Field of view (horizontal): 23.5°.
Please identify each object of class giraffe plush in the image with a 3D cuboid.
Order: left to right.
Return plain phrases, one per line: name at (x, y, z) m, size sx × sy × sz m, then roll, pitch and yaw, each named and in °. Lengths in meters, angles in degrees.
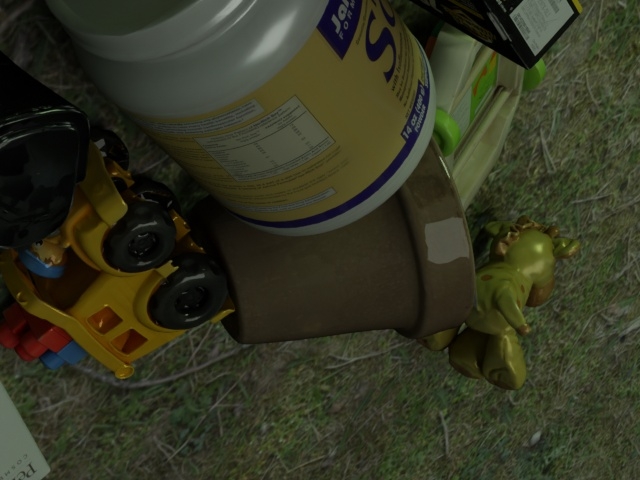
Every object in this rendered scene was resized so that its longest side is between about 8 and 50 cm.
giraffe plush at (0.221, 0.052, 1.876) m, size 0.170 × 0.181 × 0.210 m, roll -46°, pitch 161°, yaw -30°

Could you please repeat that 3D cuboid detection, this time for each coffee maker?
coffee maker at (-0.274, -0.102, 1.199) m, size 0.120 × 0.178 × 0.171 m, roll -37°, pitch 140°, yaw -23°

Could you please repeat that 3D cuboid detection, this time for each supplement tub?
supplement tub at (-0.064, -0.173, 1.320) m, size 0.241 × 0.241 × 0.331 m, roll -51°, pitch 144°, yaw -5°

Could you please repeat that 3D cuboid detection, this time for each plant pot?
plant pot at (0.000, 0.000, 1.547) m, size 0.229 × 0.263 × 0.263 m, roll -19°, pitch 133°, yaw -16°

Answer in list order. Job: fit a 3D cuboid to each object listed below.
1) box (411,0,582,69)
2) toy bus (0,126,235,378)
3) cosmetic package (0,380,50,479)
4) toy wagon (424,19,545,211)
box at (0.041, -0.296, 1.271) m, size 0.079 × 0.322 × 0.257 m, roll -51°, pitch 142°, yaw -2°
toy bus at (-0.219, 0.028, 1.412) m, size 0.211 × 0.149 × 0.220 m, roll -36°, pitch 140°, yaw 2°
cosmetic package at (-0.397, 0.113, 1.253) m, size 0.217 × 0.156 × 0.385 m, roll -42°, pitch 140°, yaw -19°
toy wagon at (0.165, -0.181, 1.629) m, size 0.267 × 0.068 × 0.344 m, roll -56°, pitch 157°, yaw -34°
